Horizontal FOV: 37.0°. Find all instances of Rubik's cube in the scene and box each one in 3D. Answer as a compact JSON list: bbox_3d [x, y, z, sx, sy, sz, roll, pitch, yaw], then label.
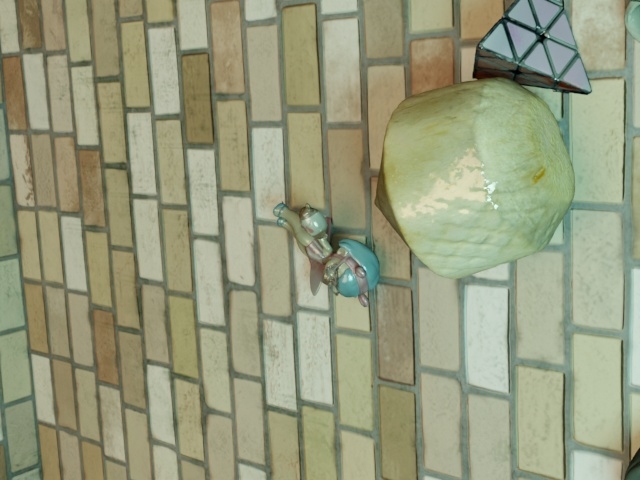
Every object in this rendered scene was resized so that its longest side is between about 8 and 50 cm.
[{"bbox_3d":[0.348,-0.325,1.474,0.190,0.211,0.178,20,92,3],"label":"Rubik's cube"}]

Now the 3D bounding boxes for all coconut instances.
[{"bbox_3d":[0.216,-0.098,1.481,0.328,0.328,0.329,10,105,39],"label":"coconut"}]

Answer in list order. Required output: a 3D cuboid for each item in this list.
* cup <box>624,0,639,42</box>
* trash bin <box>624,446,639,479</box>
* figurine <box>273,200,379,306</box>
[{"bbox_3d":[0.498,-0.362,1.241,0.257,0.227,0.301,32,148,27],"label":"cup"},{"bbox_3d":[0.557,0.369,1.366,0.236,0.101,0.177,21,136,33],"label":"trash bin"},{"bbox_3d":[0.010,-0.002,1.784,0.260,0.103,0.205,40,148,33],"label":"figurine"}]
